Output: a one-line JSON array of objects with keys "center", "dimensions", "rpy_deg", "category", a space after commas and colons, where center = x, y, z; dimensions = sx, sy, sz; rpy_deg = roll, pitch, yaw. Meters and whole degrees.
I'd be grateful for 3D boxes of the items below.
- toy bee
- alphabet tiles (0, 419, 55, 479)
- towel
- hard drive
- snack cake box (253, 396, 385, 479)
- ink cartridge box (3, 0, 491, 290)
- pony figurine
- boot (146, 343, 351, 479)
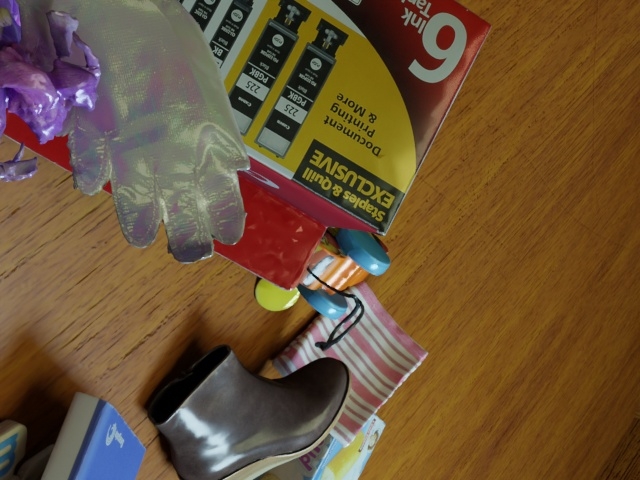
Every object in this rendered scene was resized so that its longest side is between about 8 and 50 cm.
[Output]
[{"center": [0.000, 0.000, 1.483], "dimensions": [0.195, 0.162, 0.298], "rpy_deg": [-47, -178, -6], "category": "toy bee"}, {"center": [-0.336, 0.309, 1.209], "dimensions": [0.278, 0.021, 0.284], "rpy_deg": [-32, 138, -58], "category": "alphabet tiles"}, {"center": [0.041, 0.154, 1.686], "dimensions": [0.197, 0.144, 0.029], "rpy_deg": [-43, -178, -39], "category": "towel"}, {"center": [-0.255, 0.322, 1.243], "dimensions": [0.210, 0.040, 0.318], "rpy_deg": [84, 24, -68], "category": "hard drive"}, {"center": [-0.026, 0.326, 1.743], "dimensions": [0.264, 0.089, 0.152], "rpy_deg": [-61, 152, -11], "category": "snack cake box"}, {"center": [-0.063, -0.135, 1.068], "dimensions": [0.309, 0.130, 0.271], "rpy_deg": [29, 83, -20], "category": "ink cartridge box"}, {"center": [-0.225, -0.139, 0.788], "dimensions": [0.363, 0.303, 0.350], "rpy_deg": [7, 74, -81], "category": "pony figurine"}, {"center": [-0.073, 0.183, 1.506], "dimensions": [0.248, 0.090, 0.206], "rpy_deg": [-40, 143, -18], "category": "boot"}]
